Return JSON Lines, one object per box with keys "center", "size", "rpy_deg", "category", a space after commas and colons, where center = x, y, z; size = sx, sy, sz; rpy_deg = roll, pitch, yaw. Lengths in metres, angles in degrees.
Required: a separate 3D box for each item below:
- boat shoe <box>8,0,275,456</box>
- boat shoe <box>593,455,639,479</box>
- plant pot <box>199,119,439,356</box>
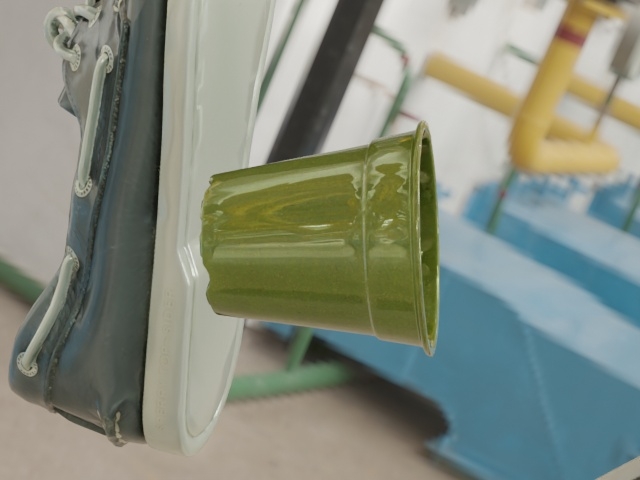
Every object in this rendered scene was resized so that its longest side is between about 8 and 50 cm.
{"center": [-0.082, -0.065, 0.798], "size": [0.099, 0.319, 0.116], "rpy_deg": [9, 15, 15], "category": "boat shoe"}
{"center": [0.182, 0.125, 0.797], "size": [0.112, 0.335, 0.095], "rpy_deg": [-6, 62, -45], "category": "boat shoe"}
{"center": [0.000, 0.000, 0.662], "size": [0.079, 0.083, 0.083], "rpy_deg": [-1, 13, 7], "category": "plant pot"}
